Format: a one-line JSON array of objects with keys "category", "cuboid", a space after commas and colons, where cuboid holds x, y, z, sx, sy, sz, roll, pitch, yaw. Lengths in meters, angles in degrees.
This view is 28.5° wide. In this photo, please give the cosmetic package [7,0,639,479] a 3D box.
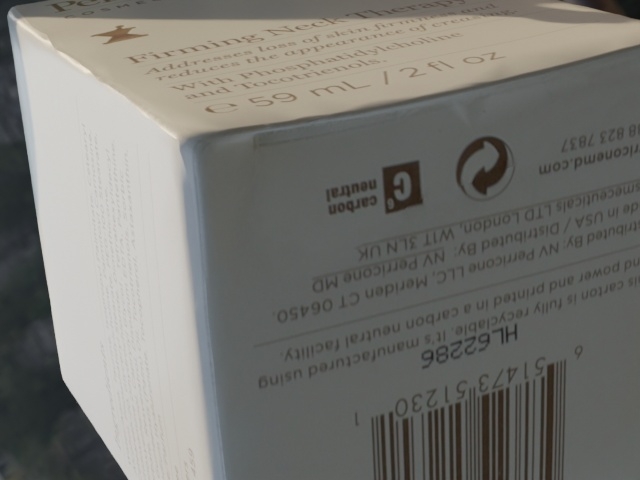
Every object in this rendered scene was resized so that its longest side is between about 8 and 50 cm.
[{"category": "cosmetic package", "cuboid": [0.000, 0.000, 0.897, 0.393, 0.329, 0.327, 35, 135, 57]}]
